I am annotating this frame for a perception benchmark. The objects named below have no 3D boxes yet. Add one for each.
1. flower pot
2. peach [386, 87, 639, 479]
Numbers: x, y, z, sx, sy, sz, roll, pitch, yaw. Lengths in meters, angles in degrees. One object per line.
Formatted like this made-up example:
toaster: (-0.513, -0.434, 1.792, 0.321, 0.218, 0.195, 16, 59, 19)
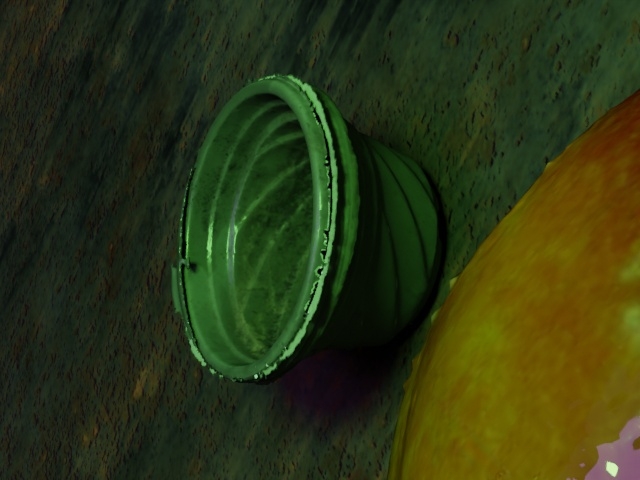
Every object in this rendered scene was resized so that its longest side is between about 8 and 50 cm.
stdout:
flower pot: (0.000, 0.000, 1.348, 0.235, 0.140, 0.235, -27, 58, 54)
peach: (0.214, 0.114, 0.745, 0.406, 0.335, 0.310, -47, 28, 5)
